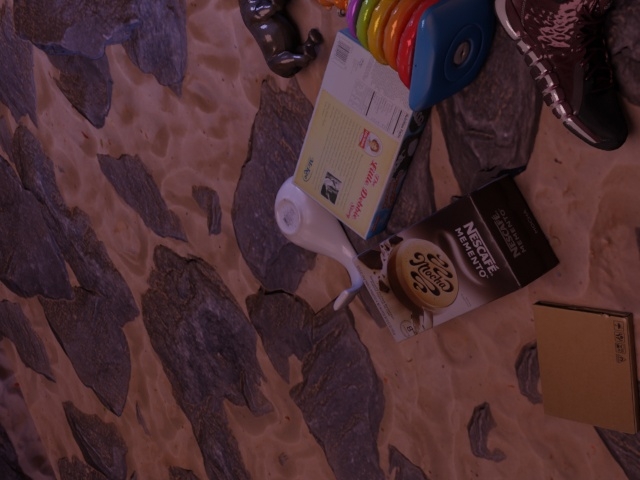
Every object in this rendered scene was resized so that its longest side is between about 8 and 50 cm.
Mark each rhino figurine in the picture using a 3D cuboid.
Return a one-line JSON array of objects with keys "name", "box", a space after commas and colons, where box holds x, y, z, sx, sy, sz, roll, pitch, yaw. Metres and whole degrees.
[{"name": "rhino figurine", "box": [-0.092, -0.392, 1.805, 0.106, 0.073, 0.243, -37, 81, 43]}]

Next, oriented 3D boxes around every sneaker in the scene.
[{"name": "sneaker", "box": [0.366, -0.270, 1.411, 0.162, 0.106, 0.281, -41, 79, 43]}]

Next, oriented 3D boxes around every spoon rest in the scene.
[{"name": "spoon rest", "box": [0.000, 0.000, 1.917, 0.276, 0.084, 0.137, 59, 137, 24]}]

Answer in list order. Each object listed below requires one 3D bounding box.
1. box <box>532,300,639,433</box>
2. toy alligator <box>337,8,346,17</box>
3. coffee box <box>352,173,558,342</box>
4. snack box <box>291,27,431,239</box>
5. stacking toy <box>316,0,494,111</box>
[{"name": "box", "box": [0.420, 0.199, 1.641, 0.164, 0.021, 0.201, 7, 114, 41]}, {"name": "toy alligator", "box": [0.064, -0.438, 1.646, 0.051, 0.056, 0.189, 30, 128, 30]}, {"name": "coffee box", "box": [0.213, 0.034, 1.687, 0.297, 0.119, 0.168, -32, 86, 47]}, {"name": "snack box", "box": [0.070, -0.179, 1.762, 0.187, 0.060, 0.322, 39, 132, 24]}, {"name": "stacking toy", "box": [0.100, -0.341, 1.584, 0.302, 0.166, 0.175, 32, 137, 31]}]
